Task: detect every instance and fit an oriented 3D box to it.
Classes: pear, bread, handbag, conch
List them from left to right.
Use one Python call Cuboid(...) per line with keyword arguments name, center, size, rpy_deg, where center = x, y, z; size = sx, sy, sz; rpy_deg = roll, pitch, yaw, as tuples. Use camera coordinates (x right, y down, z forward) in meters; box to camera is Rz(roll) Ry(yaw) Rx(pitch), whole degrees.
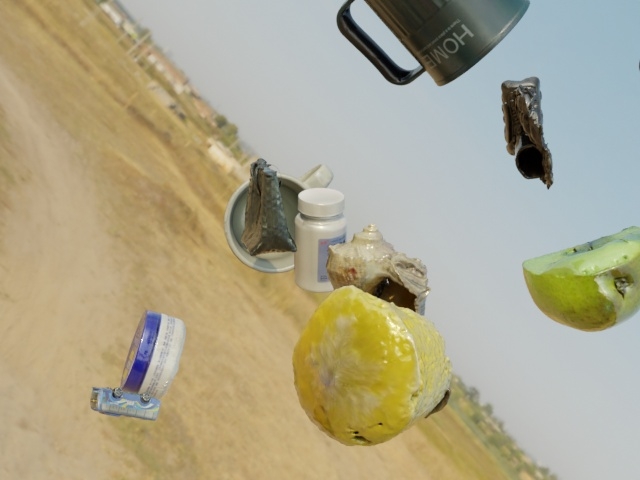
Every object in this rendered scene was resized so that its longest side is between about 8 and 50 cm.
Cuboid(name="handbag", center=(-0.105, -0.067, 1.439), size=(0.270, 0.089, 0.175), rpy_deg=(-140, -133, -75))
Cuboid(name="bread", center=(0.065, 0.152, 0.918), size=(0.171, 0.197, 0.197), rpy_deg=(3, 38, -52))
Cuboid(name="conch", center=(0.096, 0.091, 1.229), size=(0.178, 0.163, 0.245), rpy_deg=(-140, -132, -56))
Cuboid(name="pear", center=(0.734, 0.126, 1.991), size=(0.318, 0.343, 0.238), rpy_deg=(-59, 129, -74))

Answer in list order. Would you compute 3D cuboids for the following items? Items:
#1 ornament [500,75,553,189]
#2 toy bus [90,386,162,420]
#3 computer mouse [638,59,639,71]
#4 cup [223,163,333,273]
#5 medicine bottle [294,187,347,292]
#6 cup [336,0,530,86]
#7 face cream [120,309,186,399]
Cuboid(name="ornament", center=(0.531, -0.268, 1.899), size=(0.260, 0.106, 0.251), rpy_deg=(-81, 159, -63))
Cuboid(name="toy bus", center=(-0.416, 0.348, 1.610), size=(0.153, 0.061, 0.051), rpy_deg=(22, -21, -40))
Cuboid(name="computer mouse", center=(0.783, -0.348, 1.567), size=(0.232, 0.120, 0.057), rpy_deg=(28, 34, 0))
Cuboid(name="cup", center=(-0.100, -0.078, 1.809), size=(0.227, 0.301, 0.257), rpy_deg=(49, -4, -13))
Cuboid(name="medicine bottle", center=(0.000, 0.000, 1.461), size=(0.103, 0.103, 0.186), rpy_deg=(-132, -141, -58))
Cuboid(name="cup", center=(0.217, -0.495, 1.539), size=(0.292, 0.242, 0.308), rpy_deg=(44, -22, -14))
Cuboid(name="face cream", center=(-0.402, 0.279, 1.825), size=(0.111, 0.205, 0.206), rpy_deg=(20, 8, -15))
